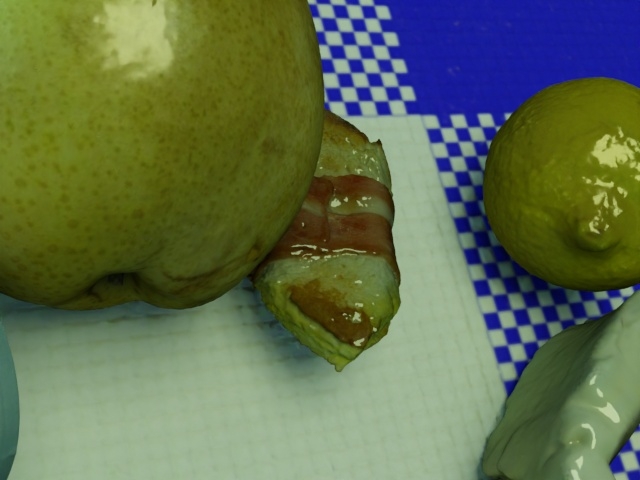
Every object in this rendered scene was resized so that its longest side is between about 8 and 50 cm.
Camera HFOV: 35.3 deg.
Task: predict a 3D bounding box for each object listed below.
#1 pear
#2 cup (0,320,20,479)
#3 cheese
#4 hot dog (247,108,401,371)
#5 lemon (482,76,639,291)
[{"bbox_3d":[-0.136,-0.103,0.685,0.314,0.314,0.314,9,62,-18],"label":"pear"},{"bbox_3d":[-0.359,0.083,0.448,0.331,0.256,0.311,51,30,-1],"label":"cup"},{"bbox_3d":[0.276,0.202,0.785,0.292,0.153,0.332,47,56,5],"label":"cheese"},{"bbox_3d":[0.002,0.004,0.807,0.123,0.093,0.262,11,46,-7],"label":"hot dog"},{"bbox_3d":[0.235,-0.051,0.877,0.187,0.187,0.244,39,26,0],"label":"lemon"}]
